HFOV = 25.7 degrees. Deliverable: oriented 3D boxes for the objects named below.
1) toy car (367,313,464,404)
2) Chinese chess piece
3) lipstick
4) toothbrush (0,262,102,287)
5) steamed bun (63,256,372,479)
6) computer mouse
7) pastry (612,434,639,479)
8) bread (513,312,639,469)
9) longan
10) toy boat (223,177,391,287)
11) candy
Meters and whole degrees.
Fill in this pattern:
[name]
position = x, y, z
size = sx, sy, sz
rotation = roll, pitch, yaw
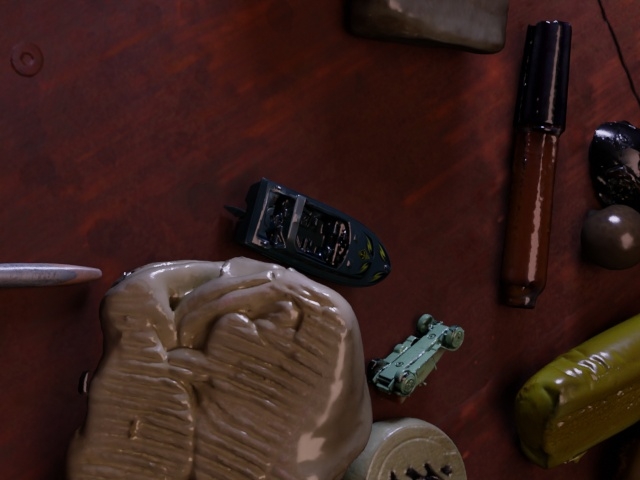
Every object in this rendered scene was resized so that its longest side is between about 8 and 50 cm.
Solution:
[toy car]
position = 0.130, 0.159, 1.900
size = 0.143, 0.073, 0.054
rotation = -39, 125, -30
[Chinese chess piece]
position = 0.109, 0.330, 1.872
size = 0.188, 0.083, 0.188
rotation = 2, 86, -32
[lipstick]
position = 0.310, -0.110, 2.031
size = 0.077, 0.077, 0.418
rotation = 10, 84, -34
[toothbrush]
position = -0.412, 0.040, 1.555
size = 0.375, 0.037, 0.028
rotation = 0, 91, -37
[steamed bun]
position = -0.119, 0.191, 1.628
size = 0.394, 0.237, 0.346
rotation = -34, 78, 2
[computer mouse]
position = 0.504, -0.097, 2.164
size = 0.242, 0.077, 0.146
rotation = 37, 70, -28
[pastry]
position = 0.569, 0.319, 2.098
size = 0.255, 0.162, 0.311
rotation = 15, 121, -50
[bread]
position = 0.435, 0.200, 2.080
size = 0.383, 0.112, 0.166
rotation = -23, 131, -29
[longan]
position = 0.440, -0.008, 2.109
size = 0.113, 0.092, 0.113
rotation = 3, 53, -4
[toy boat]
position = 0.000, 0.000, 1.799
size = 0.246, 0.103, 0.093
rotation = 24, 74, -35
[candy]
position = 0.148, -0.315, 1.910
size = 0.234, 0.102, 0.104
rotation = 5, 86, -36
